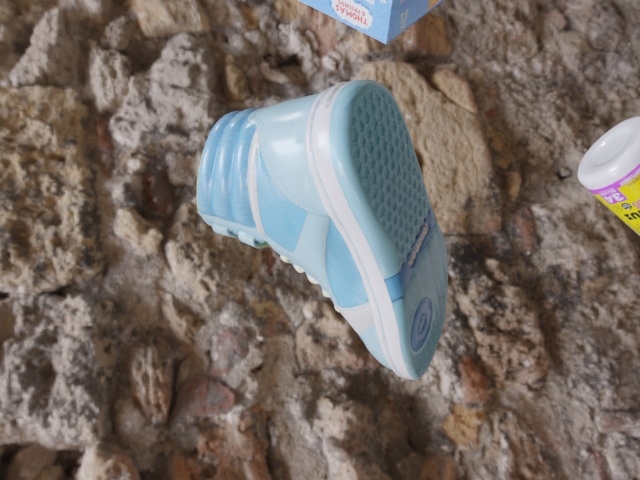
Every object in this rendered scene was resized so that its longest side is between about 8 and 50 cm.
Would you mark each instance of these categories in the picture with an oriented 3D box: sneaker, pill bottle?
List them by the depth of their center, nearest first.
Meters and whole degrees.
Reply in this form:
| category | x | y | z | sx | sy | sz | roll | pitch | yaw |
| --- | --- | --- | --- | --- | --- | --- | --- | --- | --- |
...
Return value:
| category | x | y | z | sx | sy | sz | roll | pitch | yaw |
| --- | --- | --- | --- | --- | --- | --- | --- | --- | --- |
| pill bottle | 0.175 | -0.021 | 0.289 | 0.043 | 0.083 | 0.043 | -50 | 8 | 10 |
| sneaker | 0.000 | 0.000 | 0.557 | 0.127 | 0.208 | 0.319 | -53 | -45 | -40 |

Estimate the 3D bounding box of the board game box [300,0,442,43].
| category | x | y | z | sx | sy | sz | roll | pitch | yaw |
| --- | --- | --- | --- | --- | --- | --- | --- | --- | --- |
| board game box | 0.050 | -0.236 | 0.417 | 0.160 | 0.211 | 0.039 | 35 | 152 | 23 |
